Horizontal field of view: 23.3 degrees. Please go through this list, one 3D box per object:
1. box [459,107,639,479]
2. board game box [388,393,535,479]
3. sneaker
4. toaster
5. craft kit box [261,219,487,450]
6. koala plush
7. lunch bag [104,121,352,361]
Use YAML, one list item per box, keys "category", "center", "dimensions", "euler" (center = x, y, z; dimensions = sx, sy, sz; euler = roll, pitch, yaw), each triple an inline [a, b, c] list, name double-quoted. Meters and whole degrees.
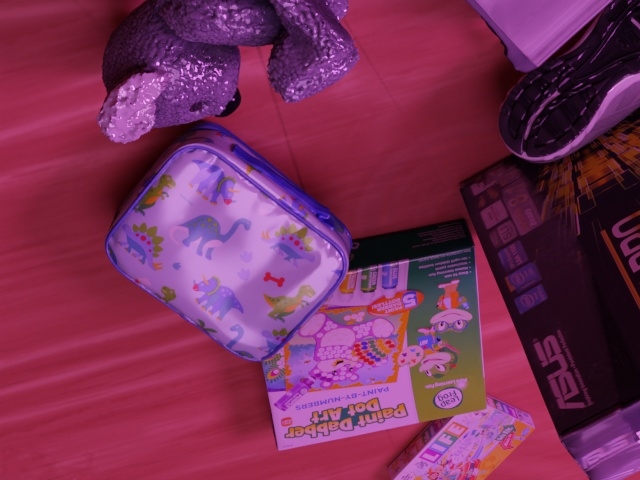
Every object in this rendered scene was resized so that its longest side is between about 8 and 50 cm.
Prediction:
- category: "box"
  center: [0.329, 0.008, 1.479]
  dimensions: [0.318, 0.395, 0.097]
  euler: [-31, 127, 13]
- category: "board game box"
  center: [0.169, 0.249, 1.863]
  dimensions: [0.103, 0.026, 0.154]
  euler: [26, 118, -27]
- category: "sneaker"
  center: [0.293, -0.172, 1.537]
  dimensions: [0.271, 0.100, 0.108]
  euler: [-35, 166, 3]
- category: "toaster"
  center: [0.186, -0.261, 1.413]
  dimensions: [0.146, 0.129, 0.227]
  euler: [-38, 126, 15]
- category: "craft kit box"
  center: [0.053, 0.109, 1.716]
  dimensions: [0.250, 0.061, 0.246]
  euler: [-11, 131, -3]
- category: "koala plush"
  center: [-0.112, -0.186, 1.382]
  dimensions: [0.221, 0.196, 0.203]
  euler: [-40, 113, 19]
- category: "lunch bag"
  center: [-0.087, 0.001, 1.546]
  dimensions: [0.219, 0.090, 0.176]
  euler: [37, 110, -11]
